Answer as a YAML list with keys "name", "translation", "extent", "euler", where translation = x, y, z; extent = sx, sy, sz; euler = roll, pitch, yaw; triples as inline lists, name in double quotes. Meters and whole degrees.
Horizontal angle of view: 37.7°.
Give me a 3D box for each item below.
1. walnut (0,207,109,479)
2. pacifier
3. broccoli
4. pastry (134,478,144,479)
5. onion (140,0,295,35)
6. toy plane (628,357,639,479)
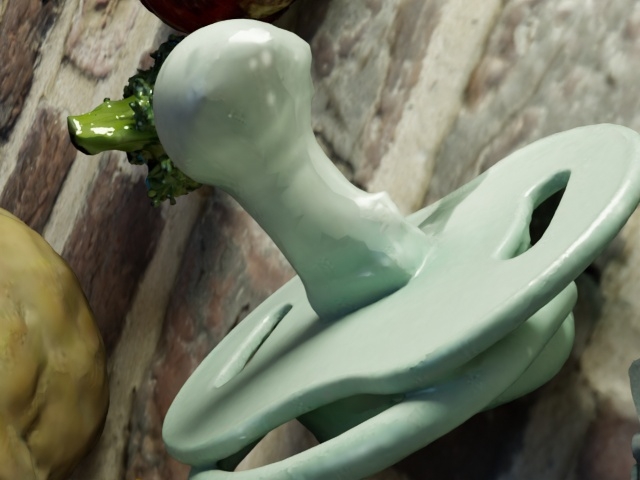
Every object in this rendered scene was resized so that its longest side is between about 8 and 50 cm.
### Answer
- name: "walnut"
  translation: [-0.363, 0.127, 0.808]
  extent: [0.381, 0.381, 0.381]
  euler: [-18, 65, 44]
- name: "pacifier"
  translation: [0.000, 0.000, 0.536]
  extent: [0.343, 0.269, 0.288]
  euler: [-32, 13, 35]
- name: "broccoli"
  translation: [-0.145, -0.101, 0.824]
  extent: [0.167, 0.160, 0.154]
  euler: [57, 148, 29]
- name: "pastry"
  translation: [-0.138, 0.271, 0.537]
  extent: [0.410, 0.410, 0.245]
  euler: [-10, 81, 46]
- name: "onion"
  translation: [-0.088, -0.292, 0.793]
  extent: [0.246, 0.190, 0.246]
  euler: [11, 104, 54]
- name: "toy plane"
  translation: [0.247, 0.103, 0.368]
  extent: [0.267, 0.088, 0.212]
  euler: [-14, 54, 43]
